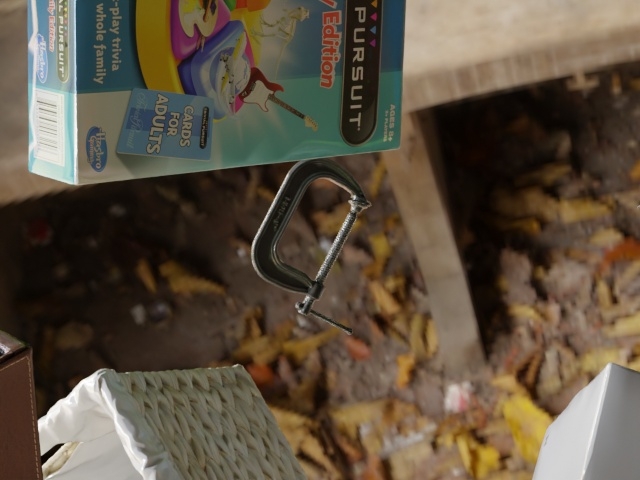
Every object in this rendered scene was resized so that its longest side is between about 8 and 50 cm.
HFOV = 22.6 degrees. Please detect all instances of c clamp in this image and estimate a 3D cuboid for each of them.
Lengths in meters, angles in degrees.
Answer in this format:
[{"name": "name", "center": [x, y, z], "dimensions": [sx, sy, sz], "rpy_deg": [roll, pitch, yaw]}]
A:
[{"name": "c clamp", "center": [0.000, 0.000, 1.633], "dimensions": [0.160, 0.137, 0.022], "rpy_deg": [-68, 22, 3]}]

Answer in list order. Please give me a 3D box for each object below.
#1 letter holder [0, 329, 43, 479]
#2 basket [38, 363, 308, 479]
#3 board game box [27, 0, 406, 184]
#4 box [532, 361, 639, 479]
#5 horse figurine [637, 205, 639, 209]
[{"name": "letter holder", "center": [-0.364, 0.229, 1.365], "dimensions": [0.152, 0.301, 0.214], "rpy_deg": [24, 39, 32]}, {"name": "basket", "center": [-0.177, 0.347, 1.722], "dimensions": [0.328, 0.266, 0.331], "rpy_deg": [-43, 67, 28]}, {"name": "board game box", "center": [-0.076, -0.190, 1.321], "dimensions": [0.336, 0.253, 0.079], "rpy_deg": [-9, 17, -38]}, {"name": "box", "center": [0.391, 0.278, 1.558], "dimensions": [0.345, 0.215, 0.168], "rpy_deg": [19, 64, -1]}, {"name": "horse figurine", "center": [0.445, -0.041, 1.550], "dimensions": [0.263, 0.066, 0.174], "rpy_deg": [-42, 35, 25]}]
